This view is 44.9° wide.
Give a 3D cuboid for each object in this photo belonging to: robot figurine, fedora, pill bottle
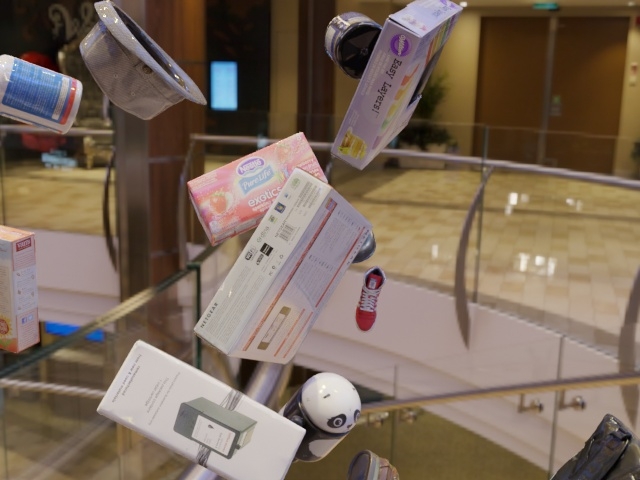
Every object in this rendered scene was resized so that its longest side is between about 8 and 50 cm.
[{"bbox_3d":[-0.010,0.466,2.011,0.173,0.278,0.209,30,36,-9],"label":"robot figurine"},{"bbox_3d":[-0.361,-0.327,1.502,0.275,0.124,0.243,43,9,-43],"label":"fedora"},{"bbox_3d":[0.074,-0.428,1.678,0.123,0.123,0.219,-1,24,-9],"label":"pill bottle"},{"bbox_3d":[-0.623,-0.312,1.613,0.221,0.124,0.124,17,2,-30],"label":"pill bottle"}]

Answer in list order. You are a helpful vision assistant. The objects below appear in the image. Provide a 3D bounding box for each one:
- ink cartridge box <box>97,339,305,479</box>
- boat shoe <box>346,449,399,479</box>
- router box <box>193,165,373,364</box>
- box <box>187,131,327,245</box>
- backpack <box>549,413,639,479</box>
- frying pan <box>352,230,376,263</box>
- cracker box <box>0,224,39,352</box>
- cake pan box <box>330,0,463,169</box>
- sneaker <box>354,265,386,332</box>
[{"bbox_3d":[-0.178,0.259,1.149,0.273,0.115,0.198,30,-12,-8],"label":"ink cartridge box"},{"bbox_3d":[0.094,0.588,1.578,0.104,0.307,0.111,35,-33,-21],"label":"boat shoe"},{"bbox_3d":[-0.054,0.063,1.431,0.082,0.335,0.301,31,-1,21],"label":"router box"},{"bbox_3d":[-0.152,-0.120,1.837,0.300,0.142,0.154,-26,-5,-11],"label":"box"},{"bbox_3d":[0.600,0.607,1.660,0.355,0.273,0.290,-40,33,2],"label":"backpack"},{"bbox_3d":[-0.001,-0.021,2.129,0.326,0.053,0.197,5,46,-13],"label":"frying pan"},{"bbox_3d":[-0.630,0.086,1.503,0.156,0.232,0.067,12,20,21],"label":"cracker box"},{"bbox_3d":[0.129,-0.270,1.286,0.070,0.245,0.267,32,32,8],"label":"cake pan box"},{"bbox_3d":[0.089,0.102,1.382,0.042,0.118,0.067,11,-25,1],"label":"sneaker"}]
